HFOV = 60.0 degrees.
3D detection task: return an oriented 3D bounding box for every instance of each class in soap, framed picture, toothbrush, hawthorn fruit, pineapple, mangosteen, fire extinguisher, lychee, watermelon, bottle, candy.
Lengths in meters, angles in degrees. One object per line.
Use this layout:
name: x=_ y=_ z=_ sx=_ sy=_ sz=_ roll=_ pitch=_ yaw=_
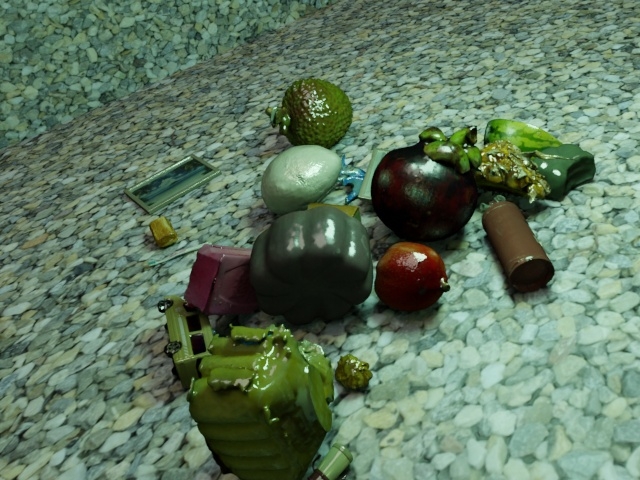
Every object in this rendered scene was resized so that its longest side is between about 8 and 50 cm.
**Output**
soap: x=-0.215 y=0.099 z=1.421 sx=0.099 sy=0.162 sz=0.250 roll=15 pitch=5 yaw=34
framed picture: x=0.247 y=-0.195 z=1.739 sx=0.213 sy=0.016 sz=0.289 roll=12 pitch=42 yaw=8
framed picture: x=-0.559 y=-0.219 z=2.094 sx=0.315 sy=0.024 sz=0.232 roll=-36 pitch=43 yaw=-24
toothbrush: x=-0.434 y=0.041 z=1.719 sx=0.204 sy=0.022 sz=0.017 roll=-18 pitch=40 yaw=-9
hawthorn fruit: x=0.223 y=0.092 z=1.315 sx=0.188 sy=0.168 sz=0.169 roll=24 pitch=52 yaw=34
pineapple: x=0.497 y=-0.214 z=1.543 sx=0.335 sy=0.161 sz=0.158 roll=30 pitch=96 yaw=50
mangosteen: x=0.283 y=-0.142 z=1.474 sx=0.312 sy=0.311 sz=0.311 roll=-10 pitch=37 yaw=7
fire extinguisher: x=0.497 y=-0.014 z=1.406 sx=0.148 sy=0.106 sz=0.336 roll=14 pitch=36 yaw=-12
lychee: x=-0.030 y=-0.453 z=2.017 sx=0.320 sy=0.269 sz=0.270 roll=-31 pitch=39 yaw=-8
watermelon: x=0.611 y=-0.282 z=1.725 sx=0.304 sy=0.159 sz=0.128 roll=28 pitch=93 yaw=44
bottle: x=0.013 y=0.431 z=1.040 sx=0.063 sy=0.047 sz=0.101 roll=16 pitch=51 yaw=46
candy: x=-0.064 y=-0.197 z=1.708 sx=0.296 sy=0.185 sz=0.295 roll=-34 pitch=14 yaw=10

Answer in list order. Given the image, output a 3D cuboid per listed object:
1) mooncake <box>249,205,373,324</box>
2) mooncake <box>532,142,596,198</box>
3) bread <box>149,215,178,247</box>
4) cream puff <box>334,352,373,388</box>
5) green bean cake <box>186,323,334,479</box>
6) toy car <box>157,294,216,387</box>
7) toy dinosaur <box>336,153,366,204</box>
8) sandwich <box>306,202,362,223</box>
mooncake: x=-0.019 y=0.071 z=1.326 sx=0.307 sy=0.306 sz=0.154 roll=-9 pitch=43 yaw=8
mooncake: x=0.683 y=-0.195 z=1.565 sx=0.169 sy=0.104 sz=0.175 roll=12 pitch=48 yaw=23
bread: x=-0.512 y=-0.027 z=1.806 sx=0.074 sy=0.053 sz=0.132 roll=-31 pitch=40 yaw=-13
cream puff: x=0.069 y=0.282 z=1.197 sx=0.083 sy=0.058 sz=0.083 roll=-15 pitch=38 yaw=4
green bean cake: x=-0.080 y=0.276 z=1.051 sx=0.202 sy=0.309 sz=0.285 roll=-3 pitch=41 yaw=20
toy car: x=-0.321 y=0.233 z=1.366 sx=0.125 sy=0.101 sz=0.256 roll=-14 pitch=38 yaw=-13
toy dinosaur: x=0.109 y=-0.194 z=1.786 sx=0.145 sy=0.076 sz=0.329 roll=-21 pitch=40 yaw=-24
sandwich: x=0.000 y=0.000 z=1.547 sx=0.186 sy=0.108 sz=0.220 roll=4 pitch=44 yaw=24
